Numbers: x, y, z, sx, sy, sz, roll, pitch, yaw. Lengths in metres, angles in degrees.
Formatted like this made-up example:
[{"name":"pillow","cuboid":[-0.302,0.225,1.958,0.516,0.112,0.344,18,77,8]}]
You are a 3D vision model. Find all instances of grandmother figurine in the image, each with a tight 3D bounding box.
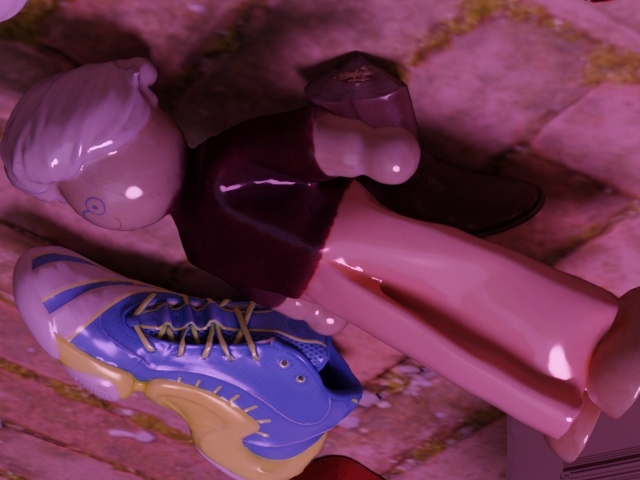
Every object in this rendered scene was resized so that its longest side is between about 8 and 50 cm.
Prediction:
[{"name":"grandmother figurine","cuboid":[0.000,0.000,0.783,0.342,0.104,0.208,23,141,-1]}]

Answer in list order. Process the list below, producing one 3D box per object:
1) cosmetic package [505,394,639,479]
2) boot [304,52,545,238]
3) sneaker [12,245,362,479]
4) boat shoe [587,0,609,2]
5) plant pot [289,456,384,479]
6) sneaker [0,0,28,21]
[{"name":"cosmetic package","cuboid":[0.277,0.268,1.021,0.156,0.217,0.385,-17,134,32]},{"name":"boot","cuboid":[0.055,-0.051,0.796,0.106,0.037,0.114,-4,137,20]},{"name":"sneaker","cuboid":[-0.069,0.056,0.947,0.126,0.091,0.240,-36,125,23]},{"name":"boat shoe","cuboid":[0.153,-0.142,0.643,0.133,0.049,0.042,-24,160,29]},{"name":"plant pot","cuboid":[-0.005,0.357,1.190,0.267,0.236,0.267,-25,132,38]},{"name":"sneaker","cuboid":[-0.198,-0.157,0.611,0.102,0.161,0.282,-2,143,14]}]
